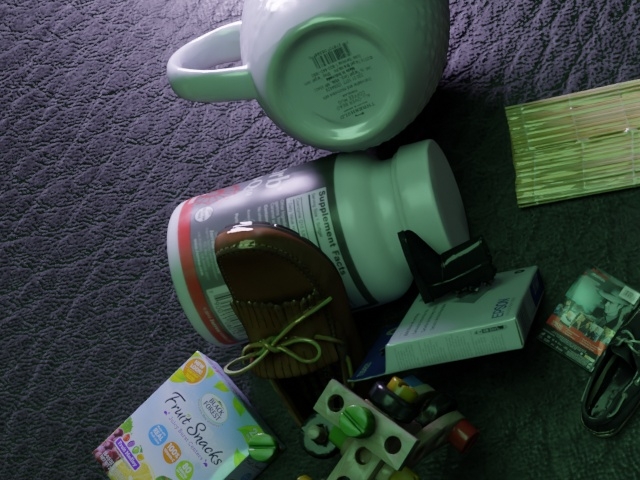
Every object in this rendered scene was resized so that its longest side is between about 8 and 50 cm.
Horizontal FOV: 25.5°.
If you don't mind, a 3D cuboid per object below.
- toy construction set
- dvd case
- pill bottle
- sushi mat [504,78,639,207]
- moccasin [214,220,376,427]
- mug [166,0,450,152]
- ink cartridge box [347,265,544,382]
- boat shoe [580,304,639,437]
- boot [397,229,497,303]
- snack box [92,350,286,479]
[{"bbox_3d":[0.065,0.292,1.592,0.257,0.237,0.308,-30,69,7],"label":"toy construction set"},{"bbox_3d":[0.341,0.097,1.789,0.087,0.013,0.119,33,87,30],"label":"dvd case"},{"bbox_3d":[0.000,0.000,1.865,0.363,0.210,0.210,-16,65,17],"label":"pill bottle"},{"bbox_3d":[0.402,-0.138,1.850,0.317,0.019,0.151,-10,65,19],"label":"sushi mat"},{"bbox_3d":[-0.036,0.122,1.728,0.139,0.380,0.147,-1,49,16],"label":"moccasin"},{"bbox_3d":[-0.016,-0.251,1.838,0.374,0.276,0.328,-9,25,9],"label":"mug"},{"bbox_3d":[0.156,0.101,1.761,0.224,0.223,0.045,-14,101,18],"label":"ink cartridge box"},{"bbox_3d":[0.381,0.144,1.722,0.075,0.065,0.206,29,84,30],"label":"boat shoe"},{"bbox_3d":[0.156,0.020,1.728,0.099,0.121,0.045,-22,35,7],"label":"boot"},{"bbox_3d":[-0.179,0.284,1.914,0.207,0.070,0.174,-44,59,0],"label":"snack box"}]
